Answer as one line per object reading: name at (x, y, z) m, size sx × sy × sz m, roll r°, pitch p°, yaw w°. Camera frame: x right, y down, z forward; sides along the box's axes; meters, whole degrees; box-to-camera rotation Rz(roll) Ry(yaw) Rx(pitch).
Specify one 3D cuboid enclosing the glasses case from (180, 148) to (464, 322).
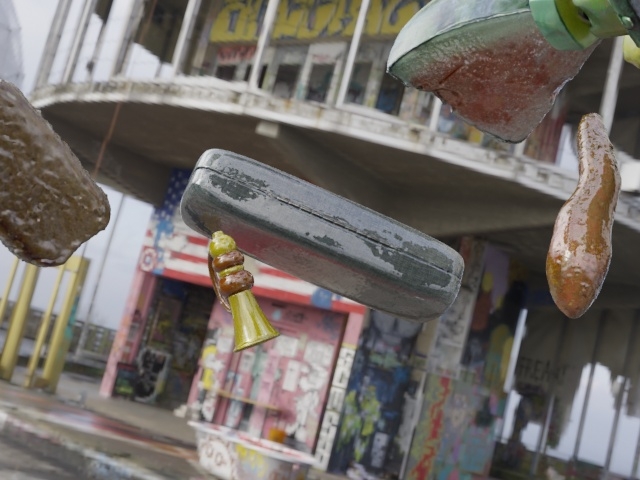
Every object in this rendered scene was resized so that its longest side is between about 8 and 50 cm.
glasses case at (0.000, 0.000, 0.961) m, size 0.323 × 0.074 × 0.131 m, roll 23°, pitch -23°, yaw -6°

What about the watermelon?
watermelon at (0.245, -0.219, 0.991) m, size 0.261 × 0.213 × 0.201 m, roll -7°, pitch -58°, yaw 35°

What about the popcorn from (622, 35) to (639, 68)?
popcorn at (0.373, -0.182, 0.611) m, size 0.312 × 0.312 × 0.312 m, roll 14°, pitch -8°, yaw 2°

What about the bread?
bread at (-0.323, -0.074, 0.892) m, size 0.165 × 0.113 × 0.416 m, roll 51°, pitch -12°, yaw -18°

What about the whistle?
whistle at (-0.074, 0.046, 0.773) m, size 0.046 × 0.109 × 0.057 m, roll -22°, pitch -13°, yaw -1°

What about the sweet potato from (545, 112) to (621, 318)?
sweet potato at (0.222, -0.036, 0.706) m, size 0.050 × 0.214 × 0.050 m, roll 14°, pitch -31°, yaw 8°

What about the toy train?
toy train at (0.170, -0.140, 0.458) m, size 0.050 × 0.081 × 0.122 m, roll 54°, pitch -4°, yaw -17°
